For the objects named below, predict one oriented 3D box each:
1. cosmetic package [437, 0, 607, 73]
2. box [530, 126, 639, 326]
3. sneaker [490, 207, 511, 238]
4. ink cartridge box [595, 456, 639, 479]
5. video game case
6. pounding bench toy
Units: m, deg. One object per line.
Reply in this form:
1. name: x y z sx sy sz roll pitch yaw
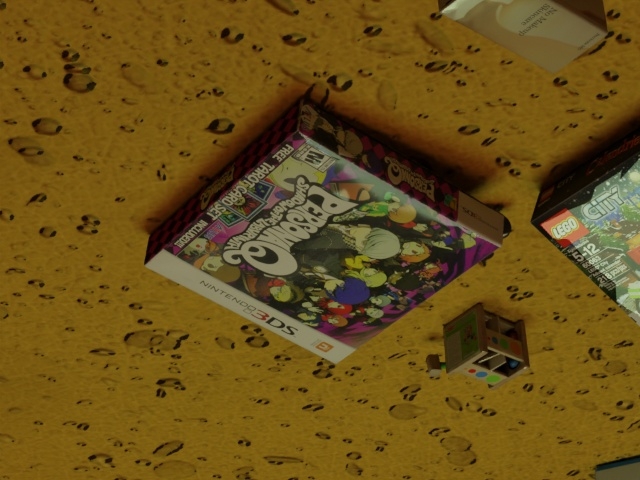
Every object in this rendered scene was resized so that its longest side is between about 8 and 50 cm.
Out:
1. cosmetic package: 0.144 -0.169 1.230 0.115 0.041 0.060 22 138 -31
2. box: 0.308 -0.029 1.388 0.159 0.044 0.233 41 130 -16
3. sneaker: 0.123 -0.008 1.476 0.083 0.031 0.035 -1 152 13
4. ink cartridge box: 0.405 0.311 1.896 0.148 0.086 0.203 -16 144 20
5. video game case: 0.000 0.000 1.444 0.210 0.042 0.232 29 136 -25
6. pounding bench toy: 0.148 0.108 1.620 0.065 0.052 0.083 22 139 -31
